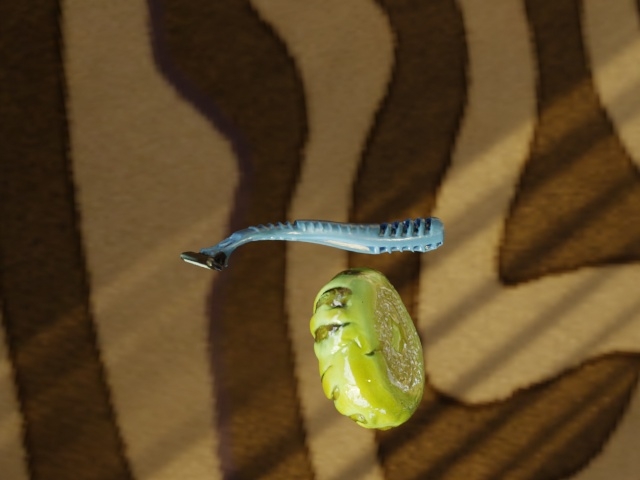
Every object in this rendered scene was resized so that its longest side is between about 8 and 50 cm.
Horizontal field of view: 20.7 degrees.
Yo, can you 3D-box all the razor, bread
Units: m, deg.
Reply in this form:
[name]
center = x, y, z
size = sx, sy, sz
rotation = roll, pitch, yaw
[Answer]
[razor]
center = 0.000, 0.000, 1.654
size = 0.253, 0.082, 0.042
rotation = -4, 95, -20
[bread]
center = 0.038, 0.093, 1.489
size = 0.130, 0.071, 0.139
rotation = -26, 95, -62
